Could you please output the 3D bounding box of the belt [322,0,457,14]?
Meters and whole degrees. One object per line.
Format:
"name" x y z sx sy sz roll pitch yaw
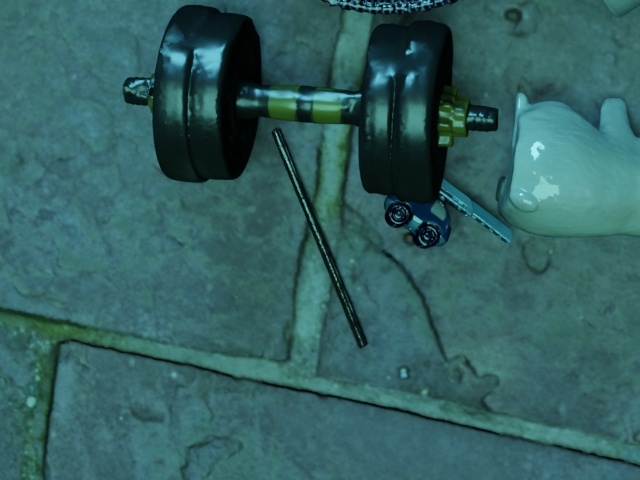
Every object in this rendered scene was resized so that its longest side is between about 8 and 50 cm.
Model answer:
"belt" 0.087 -0.359 1.235 0.324 0.122 0.260 -14 110 18

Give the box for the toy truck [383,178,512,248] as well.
"toy truck" 0.134 -0.018 1.356 0.136 0.063 0.074 38 88 -2

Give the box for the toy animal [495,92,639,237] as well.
"toy animal" 0.311 -0.059 1.278 0.282 0.138 0.140 3 117 -13

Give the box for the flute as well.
"flute" 0.000 0.000 1.411 0.014 0.014 0.269 -19 101 16

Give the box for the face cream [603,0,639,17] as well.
"face cream" 0.379 -0.318 1.204 0.269 0.082 0.082 -31 98 18

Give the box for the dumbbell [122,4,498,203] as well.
"dumbbell" -0.014 -0.139 1.283 0.388 0.185 0.185 6 107 10
